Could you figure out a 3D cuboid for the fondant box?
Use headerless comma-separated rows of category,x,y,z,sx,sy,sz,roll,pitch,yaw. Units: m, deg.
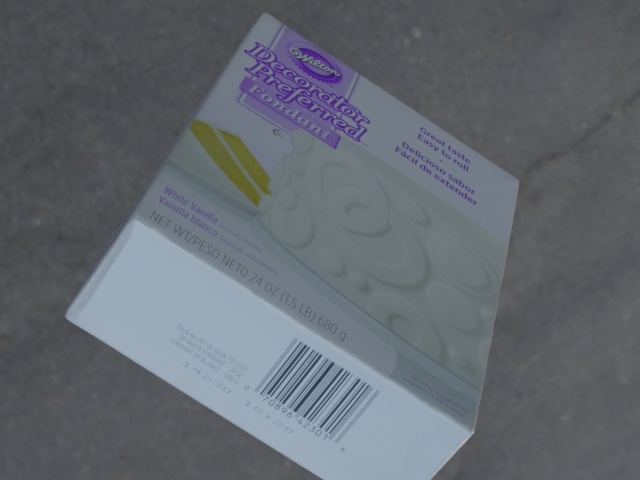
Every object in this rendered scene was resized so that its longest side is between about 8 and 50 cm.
fondant box,0.000,0.000,1.005,0.238,0.330,0.096,33,120,-7
